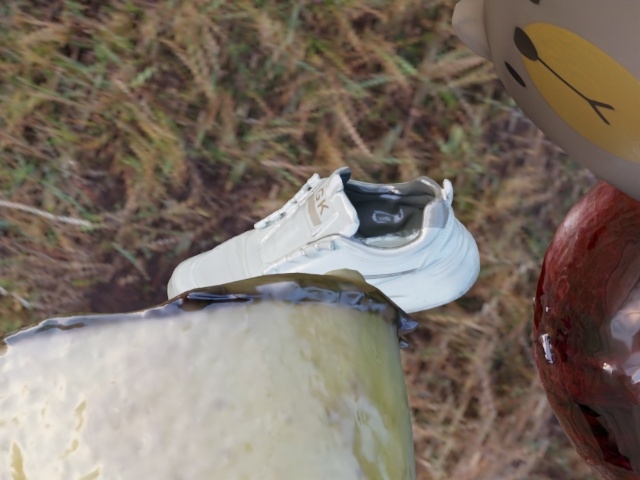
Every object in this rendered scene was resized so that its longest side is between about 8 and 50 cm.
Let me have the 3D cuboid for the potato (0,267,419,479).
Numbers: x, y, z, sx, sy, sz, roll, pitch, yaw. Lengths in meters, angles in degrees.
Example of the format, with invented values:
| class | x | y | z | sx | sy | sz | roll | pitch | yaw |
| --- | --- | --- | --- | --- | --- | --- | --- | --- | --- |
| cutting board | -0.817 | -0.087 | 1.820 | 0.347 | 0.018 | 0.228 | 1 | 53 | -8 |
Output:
| class | x | y | z | sx | sy | sz | roll | pitch | yaw |
| --- | --- | --- | --- | --- | --- | --- | --- | --- | --- |
| potato | -0.080 | 0.148 | 0.651 | 0.285 | 0.242 | 0.242 | -15 | 116 | 10 |

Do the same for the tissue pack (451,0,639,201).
| class | x | y | z | sx | sy | sz | roll | pitch | yaw |
| --- | --- | --- | --- | --- | --- | --- | --- | --- | --- |
| tissue pack | 0.212 | -0.151 | 0.691 | 0.277 | 0.387 | 0.267 | 23 | 82 | 7 |

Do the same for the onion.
| class | x | y | z | sx | sy | sz | roll | pitch | yaw |
| --- | --- | --- | --- | --- | --- | --- | --- | --- | --- |
| onion | 0.290 | 0.077 | 1.087 | 0.232 | 0.314 | 0.314 | -51 | 132 | -54 |

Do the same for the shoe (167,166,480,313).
| class | x | y | z | sx | sy | sz | roll | pitch | yaw |
| --- | --- | --- | --- | --- | --- | --- | --- | --- | --- |
| shoe | 0.000 | 0.000 | 1.567 | 0.316 | 0.124 | 0.159 | -10 | 137 | -3 |
